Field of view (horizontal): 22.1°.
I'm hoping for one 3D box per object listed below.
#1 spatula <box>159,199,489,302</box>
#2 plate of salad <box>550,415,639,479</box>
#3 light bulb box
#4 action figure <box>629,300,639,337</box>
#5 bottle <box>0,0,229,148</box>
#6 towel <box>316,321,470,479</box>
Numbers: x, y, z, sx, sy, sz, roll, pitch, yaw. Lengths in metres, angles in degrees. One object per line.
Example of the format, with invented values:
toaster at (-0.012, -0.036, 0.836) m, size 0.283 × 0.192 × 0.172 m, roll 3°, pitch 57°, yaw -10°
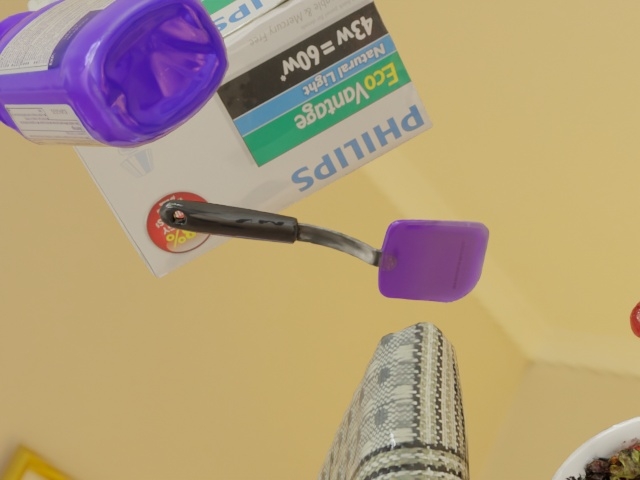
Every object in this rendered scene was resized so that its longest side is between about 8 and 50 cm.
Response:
spatula at (0.000, 0.000, 1.474) m, size 0.296 × 0.030 × 0.084 m, roll 10°, pitch -63°, yaw 5°
plate of salad at (0.226, 0.202, 1.000) m, size 0.200 × 0.200 × 0.048 m, roll 21°, pitch 18°, yaw 12°
light bulb box at (-0.114, -0.201, 1.855) m, size 0.225 × 0.358 × 0.361 m, roll 61°, pitch -1°, yaw -31°
action figure at (0.332, 0.063, 1.399) m, size 0.139 × 0.091 × 0.280 m, roll 57°, pitch -8°, yaw 21°
bottle at (-0.178, -0.123, 1.180) m, size 0.283 × 0.118 × 0.092 m, roll 5°, pitch -47°, yaw 57°
towel at (0.008, 0.242, 0.650) m, size 0.056 × 0.312 × 0.324 m, roll 8°, pitch -34°, yaw -9°
